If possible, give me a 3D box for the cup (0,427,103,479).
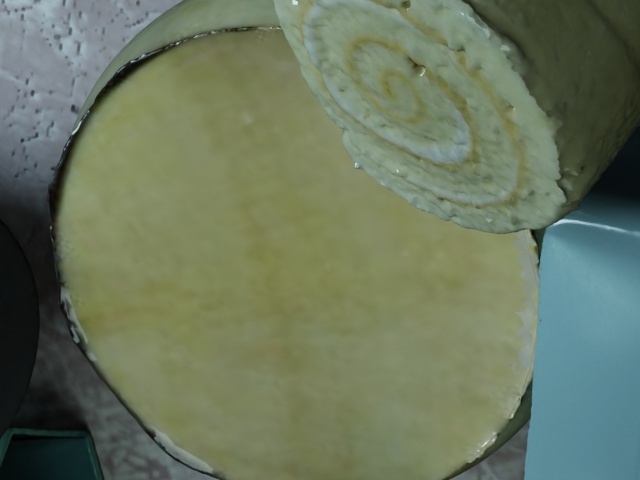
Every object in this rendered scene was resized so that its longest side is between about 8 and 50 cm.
[{"bbox_3d":[-0.251,0.168,0.991,0.235,0.134,0.148,-1,109,23],"label":"cup"}]

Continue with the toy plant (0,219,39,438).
[{"bbox_3d":[-0.340,0.010,0.930,0.400,0.185,0.279,10,127,35],"label":"toy plant"}]

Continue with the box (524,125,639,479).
[{"bbox_3d":[0.173,0.057,0.763,0.130,0.162,0.227,16,118,26],"label":"box"}]

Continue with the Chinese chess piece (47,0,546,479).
[{"bbox_3d":[0.000,0.000,0.832,0.257,0.104,0.257,9,116,18],"label":"Chinese chess piece"}]

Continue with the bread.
[{"bbox_3d":[0.073,-0.098,0.664,0.134,0.141,0.148,22,153,32],"label":"bread"}]
